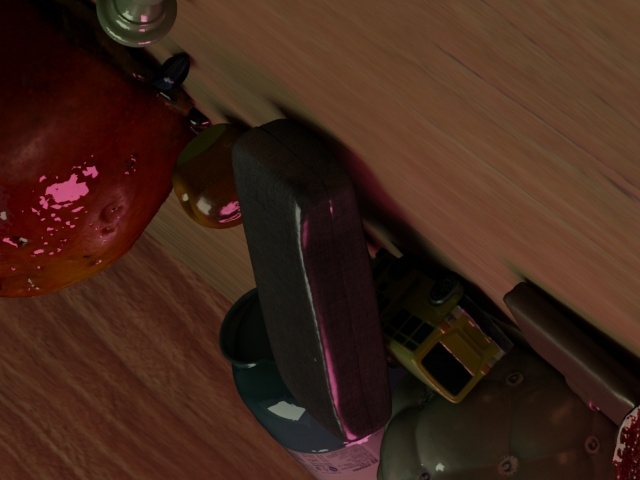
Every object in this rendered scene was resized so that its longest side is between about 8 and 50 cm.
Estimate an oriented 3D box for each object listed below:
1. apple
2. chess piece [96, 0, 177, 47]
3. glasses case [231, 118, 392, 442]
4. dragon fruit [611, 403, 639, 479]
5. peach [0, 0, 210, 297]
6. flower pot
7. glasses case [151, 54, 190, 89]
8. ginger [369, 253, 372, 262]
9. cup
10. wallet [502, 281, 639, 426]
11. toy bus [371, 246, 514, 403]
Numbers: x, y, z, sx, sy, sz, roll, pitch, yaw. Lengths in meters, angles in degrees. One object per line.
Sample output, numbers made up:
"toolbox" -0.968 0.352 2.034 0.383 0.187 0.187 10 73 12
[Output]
"apple" -0.098 -0.060 1.944 0.099 0.102 0.114 54 178 -24
"chess piece" -0.145 -0.200 1.539 0.067 0.067 0.103 41 164 -1
"glasses case" -0.006 0.040 1.759 0.131 0.074 0.323 44 154 45
"dragon fruit" 0.301 0.168 1.401 0.153 0.111 0.153 27 126 45
"peach" -0.316 -0.126 2.118 0.339 0.353 0.416 34 131 0
"flower pot" 0.174 0.217 1.875 0.246 0.195 0.246 39 174 5
"glasses case" -0.142 -0.162 1.846 0.023 0.033 0.083 43 172 -12
"ginger" -0.003 -0.003 1.929 0.137 0.074 0.213 47 -177 21
"cup" 0.061 0.155 2.128 0.290 0.219 0.257 -4 144 35
"wallet" 0.220 0.102 1.568 0.153 0.039 0.118 41 171 26
"toy bus" 0.094 0.079 1.825 0.088 0.101 0.175 44 173 -30
